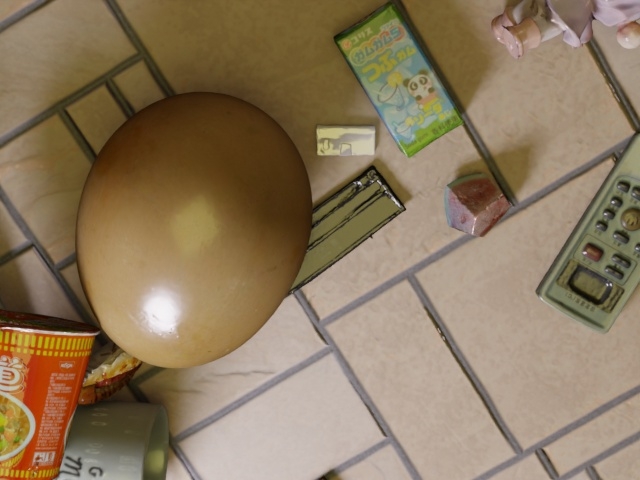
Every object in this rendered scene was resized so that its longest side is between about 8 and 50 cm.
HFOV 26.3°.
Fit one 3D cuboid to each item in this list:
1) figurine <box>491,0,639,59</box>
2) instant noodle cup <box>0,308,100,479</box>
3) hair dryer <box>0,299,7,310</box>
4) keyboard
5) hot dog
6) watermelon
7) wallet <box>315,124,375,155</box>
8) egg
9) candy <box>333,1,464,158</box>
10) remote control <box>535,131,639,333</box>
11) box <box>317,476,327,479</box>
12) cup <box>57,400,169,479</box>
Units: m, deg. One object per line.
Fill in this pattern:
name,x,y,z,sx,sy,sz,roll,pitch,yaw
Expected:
figurine,0.357,-0.336,1.815,0.276,0.133,0.200,-31,86,4
instant noodle cup,-0.393,0.206,1.779,0.193,0.193,0.212,9,91,-4
hair dryer,-0.472,0.084,1.890,0.108,0.173,0.357,-20,117,11
keyboard,0.000,0.000,1.944,0.250,0.017,0.087,-37,101,6
hot dog,-0.280,0.169,1.907,0.053,0.192,0.099,41,140,15
watermelon,0.216,-0.051,1.913,0.092,0.072,0.084,36,83,-5
wallet,0.035,-0.140,1.914,0.083,0.011,0.044,-1,104,-2
egg,-0.169,-0.012,1.791,0.301,0.301,0.373,24,109,-7
candy,0.107,-0.218,1.872,0.097,0.062,0.194,-32,102,6
remote control,0.427,-0.011,1.944,0.123,0.038,0.285,31,101,-8
box,0.010,0.427,2.045,0.090,0.023,0.133,-38,102,9
cup,-0.344,0.350,1.938,0.234,0.186,0.258,3,107,5
